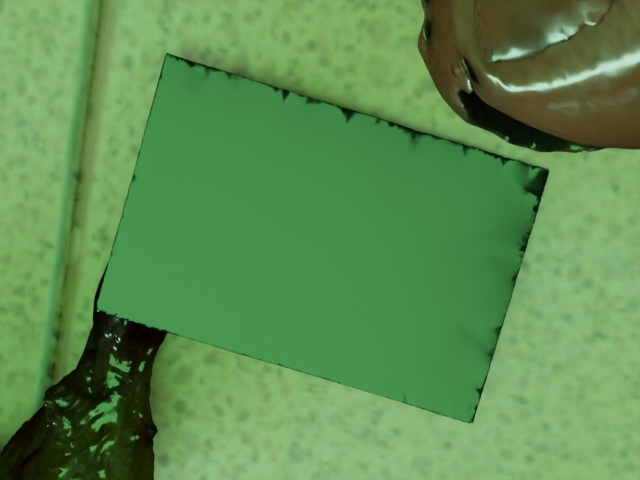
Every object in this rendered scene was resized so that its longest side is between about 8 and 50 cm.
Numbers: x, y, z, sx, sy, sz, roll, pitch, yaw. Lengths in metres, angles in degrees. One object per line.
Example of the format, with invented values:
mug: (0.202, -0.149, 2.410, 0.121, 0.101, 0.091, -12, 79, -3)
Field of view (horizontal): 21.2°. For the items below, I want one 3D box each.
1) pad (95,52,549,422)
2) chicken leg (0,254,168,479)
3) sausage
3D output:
pad: (0.000, 0.000, 0.808, 0.190, 0.004, 0.127, 17, 96, -1)
chicken leg: (-0.180, 0.127, 0.885, 0.322, 0.083, 0.177, -21, 86, 21)
sausage: (0.145, -0.115, 0.644, 0.152, 0.152, 0.279, 54, 147, -11)
